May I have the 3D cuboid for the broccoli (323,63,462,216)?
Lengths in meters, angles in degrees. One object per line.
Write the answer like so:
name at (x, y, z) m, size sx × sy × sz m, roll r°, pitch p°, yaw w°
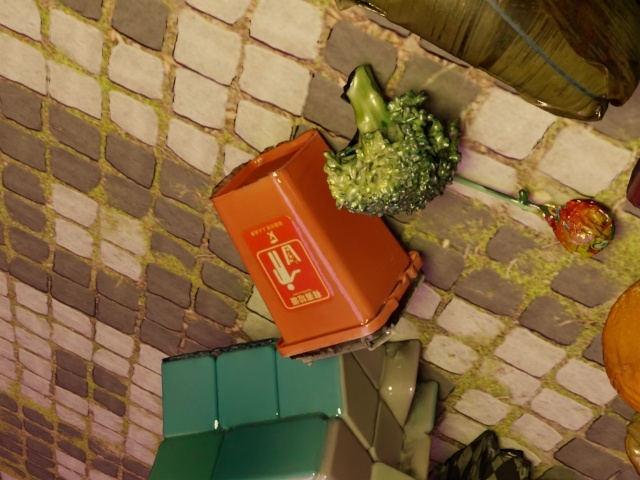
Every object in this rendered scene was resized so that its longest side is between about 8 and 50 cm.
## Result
broccoli at (0.066, -0.101, 0.968) m, size 0.155 × 0.167 × 0.160 m, roll -30°, pitch 87°, yaw 14°

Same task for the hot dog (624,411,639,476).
hot dog at (0.498, 0.272, 1.112) m, size 0.272 × 0.122 × 0.196 m, roll 7°, pitch 144°, yaw 23°

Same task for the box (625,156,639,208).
box at (0.361, -0.101, 0.811) m, size 0.120 × 0.069 × 0.224 m, roll 23°, pitch 144°, yaw 8°

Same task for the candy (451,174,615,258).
candy at (0.215, -0.038, 1.001) m, size 0.201 × 0.060 × 0.060 m, roll 24°, pitch 143°, yaw 19°

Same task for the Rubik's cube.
Rubik's cube at (-0.021, 0.287, 1.282) m, size 0.387 × 0.358 × 0.368 m, roll -11°, pitch 132°, yaw 26°

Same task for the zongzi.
zongzi at (0.168, -0.254, 0.705) m, size 0.286 × 0.138 × 0.300 m, roll 27°, pitch 141°, yaw -2°

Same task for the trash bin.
trash bin at (0.000, 0.000, 1.090) m, size 0.161 × 0.184 × 0.238 m, roll -19°, pitch 108°, yaw 37°

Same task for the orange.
orange at (0.390, 0.110, 0.963) m, size 0.193 × 0.161 × 0.193 m, roll 20°, pitch 149°, yaw 12°

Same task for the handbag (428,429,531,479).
handbag at (0.137, 0.470, 1.428) m, size 0.180 × 0.316 × 0.416 m, roll 32°, pitch 147°, yaw -15°
